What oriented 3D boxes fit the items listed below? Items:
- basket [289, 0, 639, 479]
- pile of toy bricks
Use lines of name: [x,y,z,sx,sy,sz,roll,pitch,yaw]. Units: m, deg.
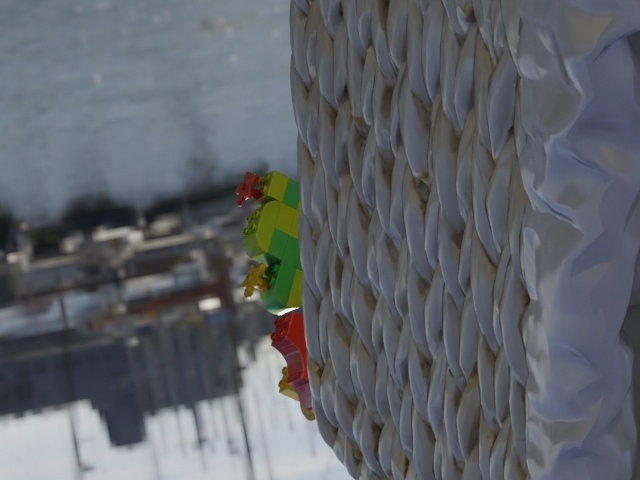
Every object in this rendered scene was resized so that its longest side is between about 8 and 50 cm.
basket: [0.171,-0.031,0.712,0.328,0.331,0.266,-14,-150,-21]
pile of toy bricks: [0.000,0.000,1.010,0.105,0.212,0.118,27,151,-23]
